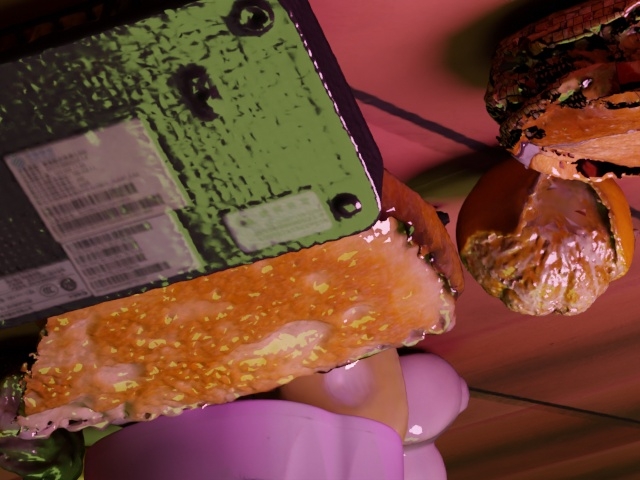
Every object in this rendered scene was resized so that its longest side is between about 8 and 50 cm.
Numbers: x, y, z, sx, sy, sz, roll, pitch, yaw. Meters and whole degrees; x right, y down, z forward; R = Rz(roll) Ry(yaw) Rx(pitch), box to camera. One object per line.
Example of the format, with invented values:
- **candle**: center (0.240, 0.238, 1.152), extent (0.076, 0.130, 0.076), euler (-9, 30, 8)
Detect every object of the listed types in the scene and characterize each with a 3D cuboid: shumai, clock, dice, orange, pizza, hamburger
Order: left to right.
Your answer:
- **shumai**: center (-0.321, 0.177, 1.855), extent (0.184, 0.142, 0.184), euler (23, -177, -1)
- **clock**: center (-0.077, 0.274, 1.760), extent (0.338, 0.102, 0.338), euler (-2, 153, -1)
- **pizza**: center (-0.053, 0.022, 1.391), extent (0.391, 0.080, 0.435), euler (-3, 146, -16)
- **dice**: center (-0.013, 0.182, 1.907), extent (0.166, 0.169, 0.169), euler (3, 158, -31)
- **orange**: center (0.197, -0.008, 1.465), extent (0.156, 0.157, 0.134), euler (-6, 152, -9)
- **hamburger**: center (0.236, -0.114, 1.243), extent (0.231, 0.107, 0.231), euler (-9, 166, -2)

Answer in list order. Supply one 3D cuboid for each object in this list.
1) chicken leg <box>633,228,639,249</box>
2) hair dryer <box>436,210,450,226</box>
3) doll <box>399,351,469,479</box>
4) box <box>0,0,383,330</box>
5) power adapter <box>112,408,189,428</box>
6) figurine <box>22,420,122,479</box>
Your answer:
- **chicken leg**: center (0.247, 0.004, 1.667), extent (0.125, 0.080, 0.196), euler (2, 169, -1)
- **hair dryer**: center (0.000, -0.001, 1.561), extent (0.248, 0.071, 0.114), euler (-11, 163, -23)
- **doll**: center (0.089, 0.254, 2.095), extent (0.221, 0.221, 0.251), euler (-4, 164, -17)
- **box**: center (-0.148, -0.057, 1.138), extent (0.350, 0.058, 0.211), euler (-16, 127, 18)
- **power adapter**: center (-0.159, 0.130, 1.743), extent (0.125, 0.130, 0.205), euler (-15, 160, 17)
- **figurine**: center (-0.305, 0.305, 2.110), extent (0.166, 0.141, 0.250), euler (17, 161, -31)
